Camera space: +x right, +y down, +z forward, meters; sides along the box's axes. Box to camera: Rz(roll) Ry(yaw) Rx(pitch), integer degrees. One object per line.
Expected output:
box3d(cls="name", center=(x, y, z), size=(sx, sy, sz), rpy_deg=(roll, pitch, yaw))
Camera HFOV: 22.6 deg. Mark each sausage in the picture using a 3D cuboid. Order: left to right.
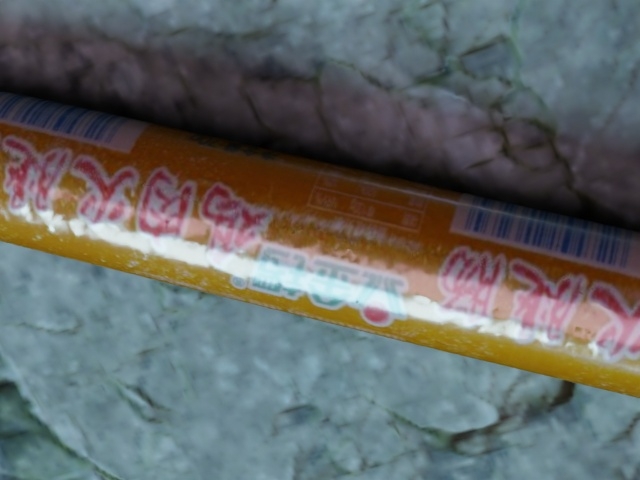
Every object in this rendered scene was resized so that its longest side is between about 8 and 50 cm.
box3d(cls="sausage", center=(0.000, 0.000, 0.532), size=(0.347, 0.053, 0.053), rpy_deg=(13, 117, 9))
